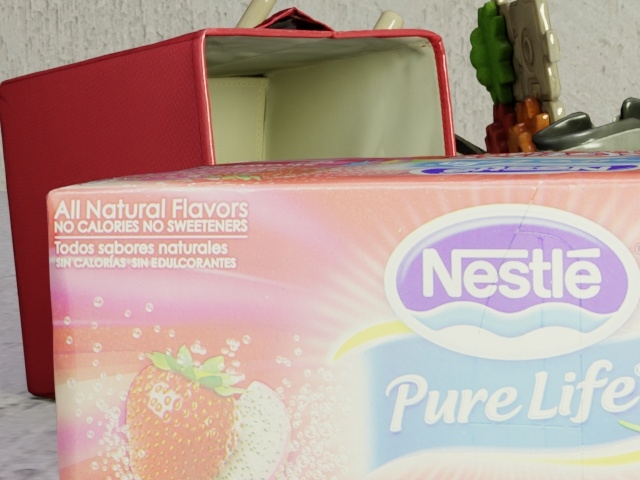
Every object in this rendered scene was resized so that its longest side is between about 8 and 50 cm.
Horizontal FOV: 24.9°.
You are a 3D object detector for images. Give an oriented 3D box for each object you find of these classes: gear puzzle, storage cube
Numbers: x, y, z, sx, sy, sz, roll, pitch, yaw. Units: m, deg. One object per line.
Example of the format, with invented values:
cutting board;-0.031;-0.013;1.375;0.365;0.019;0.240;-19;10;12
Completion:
gear puzzle;0.148;-0.115;1.138;0.044;0.339;0.175;-11;7;-6
storage cube;-0.050;-0.015;0.828;0.183;0.215;0.193;-8;2;-44

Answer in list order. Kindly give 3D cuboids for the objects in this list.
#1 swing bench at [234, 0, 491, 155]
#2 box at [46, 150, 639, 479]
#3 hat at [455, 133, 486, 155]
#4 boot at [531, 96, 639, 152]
swing bench;-0.044;-0.058;1.175;0.254;0.165;0.253;-43;29;-9
box;0.077;0.044;0.477;0.300;0.142;0.154;0;6;20
hat;0.076;-0.073;1.814;0.331;0.134;0.331;15;-2;1
boot;0.240;-0.007;0.874;0.246;0.161;0.083;-5;6;-27
